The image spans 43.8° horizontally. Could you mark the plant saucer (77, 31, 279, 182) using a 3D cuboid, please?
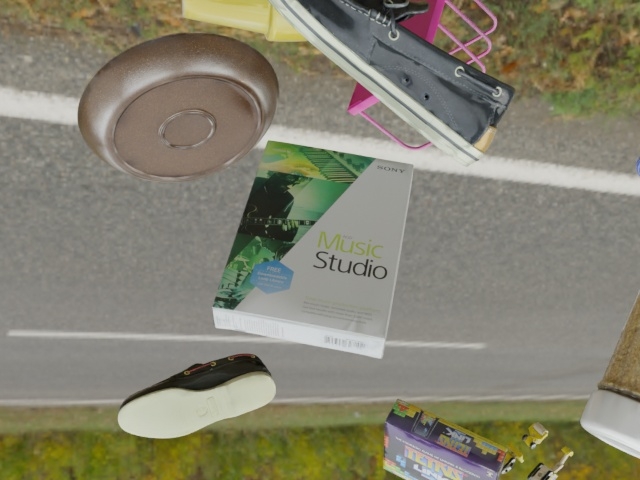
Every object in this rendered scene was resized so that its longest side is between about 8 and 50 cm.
[{"bbox_3d":[-0.206,-0.182,1.213,0.310,0.050,0.310,-15,150,-9],"label":"plant saucer"}]

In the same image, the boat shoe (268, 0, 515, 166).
[{"bbox_3d":[0.086,-0.316,1.201,0.500,0.156,0.187,37,-165,-10],"label":"boat shoe"}]

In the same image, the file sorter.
[{"bbox_3d":[0.217,-0.355,1.599,0.182,0.290,0.202,34,148,-25],"label":"file sorter"}]

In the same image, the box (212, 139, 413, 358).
[{"bbox_3d":[0.000,0.000,1.136,0.232,0.322,0.058,10,141,4],"label":"box"}]

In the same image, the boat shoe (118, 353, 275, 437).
[{"bbox_3d":[-0.106,0.131,0.678,0.133,0.049,0.042,-13,-151,-16],"label":"boat shoe"}]

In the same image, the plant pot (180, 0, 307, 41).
[{"bbox_3d":[-0.140,-0.497,1.471,0.239,0.254,0.254,-3,162,-11],"label":"plant pot"}]

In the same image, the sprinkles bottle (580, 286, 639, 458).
[{"bbox_3d":[0.446,0.094,0.985,0.121,0.355,0.121,26,170,5],"label":"sprinkles bottle"}]

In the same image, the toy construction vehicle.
[{"bbox_3d":[0.327,0.337,1.223,0.035,0.098,0.086,44,177,-41],"label":"toy construction vehicle"}]

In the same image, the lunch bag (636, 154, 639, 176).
[{"bbox_3d":[0.704,-0.138,1.375,0.243,0.115,0.303,37,157,-3],"label":"lunch bag"}]

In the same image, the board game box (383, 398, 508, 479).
[{"bbox_3d":[0.176,0.317,1.155,0.170,0.048,0.141,21,142,22],"label":"board game box"}]
